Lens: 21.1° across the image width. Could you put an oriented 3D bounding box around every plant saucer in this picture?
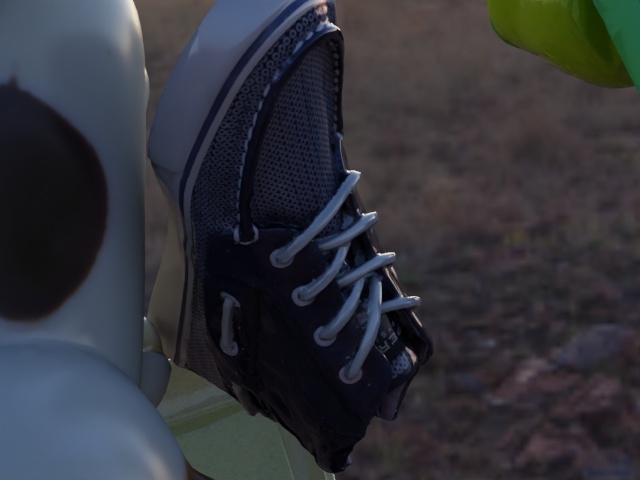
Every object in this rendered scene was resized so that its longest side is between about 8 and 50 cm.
[{"bbox_3d":[-0.158,0.271,1.952,0.332,0.081,0.333,-18,38,-2],"label":"plant saucer"}]

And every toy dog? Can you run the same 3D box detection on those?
[{"bbox_3d":[-0.172,0.043,0.910,0.284,0.408,0.395,5,-26,-39],"label":"toy dog"}]

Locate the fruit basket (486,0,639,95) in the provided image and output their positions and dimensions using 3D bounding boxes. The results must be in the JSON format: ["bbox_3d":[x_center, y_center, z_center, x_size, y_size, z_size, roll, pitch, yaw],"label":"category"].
[{"bbox_3d":[0.318,-0.209,1.521,0.392,0.283,0.392,-23,-12,-5],"label":"fruit basket"}]

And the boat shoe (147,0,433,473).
[{"bbox_3d":[0.000,0.000,0.931,0.158,0.340,0.127,37,63,15],"label":"boat shoe"}]
